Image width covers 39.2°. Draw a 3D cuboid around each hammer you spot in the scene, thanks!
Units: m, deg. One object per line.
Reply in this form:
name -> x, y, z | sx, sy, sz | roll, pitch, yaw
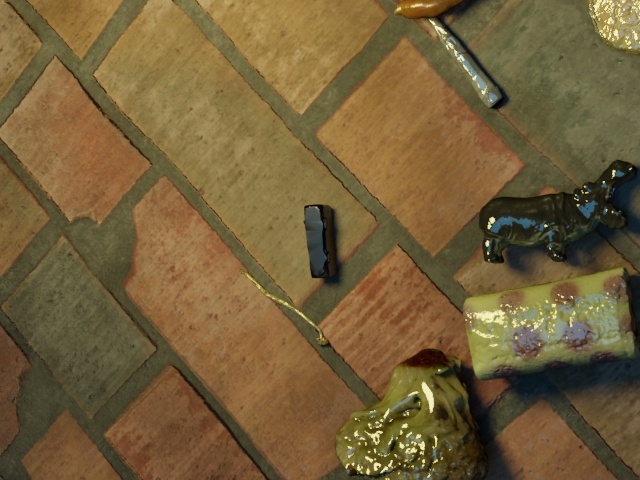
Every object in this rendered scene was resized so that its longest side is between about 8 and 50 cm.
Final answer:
hammer -> 0.263, -0.466, 1.944 | 0.152, 0.044, 0.427 | -41, 81, 21

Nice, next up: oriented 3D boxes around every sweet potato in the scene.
sweet potato -> 0.249, -0.502, 1.898 | 0.194, 0.056, 0.057 | -10, 91, 19

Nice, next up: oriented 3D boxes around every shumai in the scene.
shumai -> 0.208, 0.393, 1.959 | 0.345, 0.217, 0.283 | 12, 100, 23

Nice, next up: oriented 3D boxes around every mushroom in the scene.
mushroom -> -0.088, 0.155, 2.162 | 0.286, 0.028, 0.026 | 41, 151, 14

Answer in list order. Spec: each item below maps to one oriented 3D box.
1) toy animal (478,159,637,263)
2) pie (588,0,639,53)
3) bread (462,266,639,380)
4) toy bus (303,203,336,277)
toy animal -> 0.499, -0.042, 1.861 | 0.343, 0.106, 0.169 | -17, 82, 16
pie -> 0.629, -0.489, 1.788 | 0.185, 0.052, 0.218 | 32, 108, 15
bread -> 0.478, 0.176, 1.861 | 0.338, 0.155, 0.187 | -12, 86, 23
toy bus -> 0.000, 0.000, 2.081 | 0.057, 0.072, 0.172 | -3, 96, 23
